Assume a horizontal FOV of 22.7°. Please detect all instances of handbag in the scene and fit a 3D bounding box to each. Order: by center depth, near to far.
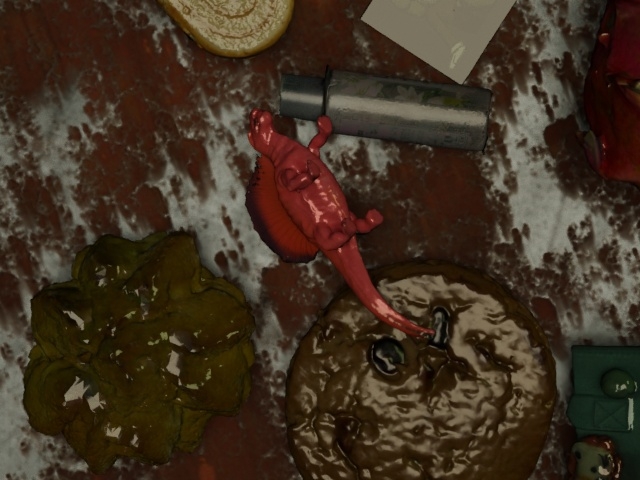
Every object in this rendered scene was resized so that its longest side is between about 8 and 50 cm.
[{"bbox_3d":[0.374,0.235,1.564,0.274,0.100,0.269,0,96,29],"label":"handbag"}]

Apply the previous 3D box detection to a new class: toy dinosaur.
[{"bbox_3d":[-0.007,0.000,1.598,0.139,0.070,0.286,-31,88,40],"label":"toy dinosaur"}]

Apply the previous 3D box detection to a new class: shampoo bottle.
[{"bbox_3d":[0.065,-0.135,1.612,0.214,0.072,0.072,7,93,0],"label":"shampoo bottle"}]

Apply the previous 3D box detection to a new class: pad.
[{"bbox_3d":[0.143,-0.272,1.636,0.127,0.004,0.190,32,92,-2],"label":"pad"}]

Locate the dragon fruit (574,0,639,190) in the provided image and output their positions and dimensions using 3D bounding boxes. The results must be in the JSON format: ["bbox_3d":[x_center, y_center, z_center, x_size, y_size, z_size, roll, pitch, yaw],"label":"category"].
[{"bbox_3d":[0.412,-0.203,1.464,0.386,0.249,0.371,-29,59,-5],"label":"dragon fruit"}]

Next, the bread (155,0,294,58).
[{"bbox_3d":[-0.096,-0.253,1.607,0.122,0.073,0.149,-44,95,-3],"label":"bread"}]

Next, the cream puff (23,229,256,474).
[{"bbox_3d":[-0.183,0.107,1.583,0.244,0.196,0.244,7,71,-20],"label":"cream puff"}]

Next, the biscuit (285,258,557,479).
[{"bbox_3d":[0.102,0.164,1.627,0.295,0.075,0.296,0,92,1],"label":"biscuit"}]
